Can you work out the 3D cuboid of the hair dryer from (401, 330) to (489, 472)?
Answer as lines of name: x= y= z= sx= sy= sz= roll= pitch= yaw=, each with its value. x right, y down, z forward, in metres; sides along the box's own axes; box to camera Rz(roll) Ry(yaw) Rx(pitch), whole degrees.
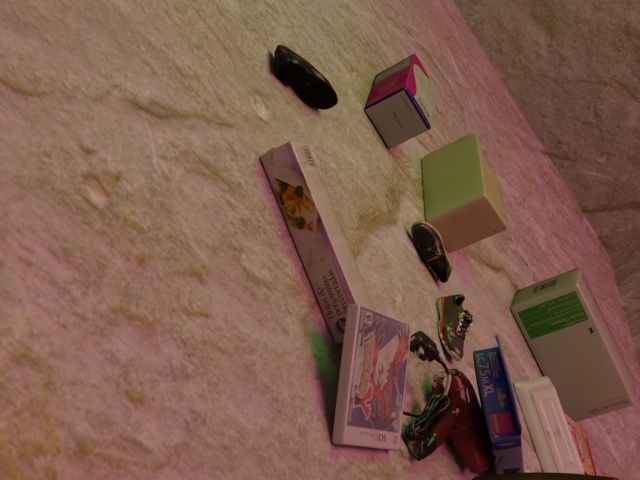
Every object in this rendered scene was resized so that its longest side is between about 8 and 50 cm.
hair dryer: x=0.210 y=0.320 z=1.563 sx=0.293 sy=0.080 sz=0.224 roll=42 pitch=49 yaw=-32

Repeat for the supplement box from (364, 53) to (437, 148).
supplement box: x=0.186 y=-0.319 z=2.015 sx=0.111 sy=0.114 sz=0.220 roll=55 pitch=27 yaw=-21

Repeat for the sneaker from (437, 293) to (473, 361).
sneaker: x=0.280 y=0.171 z=1.815 sx=0.061 sy=0.065 sz=0.158 roll=42 pitch=33 yaw=-42

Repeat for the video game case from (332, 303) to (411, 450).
video game case: x=0.082 y=0.210 z=1.338 sx=0.183 sy=0.023 sz=0.201 roll=26 pitch=68 yaw=-56

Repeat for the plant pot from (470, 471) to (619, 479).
plant pot: x=0.355 y=0.471 z=1.466 sx=0.215 sy=0.230 sz=0.215 roll=-25 pitch=119 yaw=-57

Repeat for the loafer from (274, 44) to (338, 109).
loafer: x=-0.024 y=-0.301 z=1.633 sx=0.170 sy=0.062 sz=0.061 roll=38 pitch=32 yaw=-49

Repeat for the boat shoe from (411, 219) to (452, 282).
boat shoe: x=0.239 y=0.024 z=1.878 sx=0.152 sy=0.056 sz=0.049 roll=54 pitch=22 yaw=-26

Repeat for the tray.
tray: x=0.551 y=0.455 z=2.097 sx=0.145 sy=0.030 sz=0.270 roll=-1 pitch=68 yaw=-41

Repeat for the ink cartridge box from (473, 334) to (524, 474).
ink cartridge box: x=0.337 y=0.330 z=1.672 sx=0.311 sy=0.065 sz=0.186 roll=73 pitch=9 yaw=-54

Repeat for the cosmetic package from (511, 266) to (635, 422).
cosmetic package: x=0.681 y=0.282 z=2.382 sx=0.365 sy=0.197 sz=0.155 roll=62 pitch=24 yaw=-6

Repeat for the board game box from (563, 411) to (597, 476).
board game box: x=0.633 y=0.524 z=2.241 sx=0.193 sy=0.045 sz=0.147 roll=40 pitch=35 yaw=-44

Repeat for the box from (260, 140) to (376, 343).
box: x=0.000 y=0.000 z=1.400 sx=0.067 sy=0.063 sz=0.324 roll=-15 pitch=82 yaw=-64

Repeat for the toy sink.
toy sink: x=0.337 y=-0.111 z=2.087 sx=0.131 sy=0.153 sz=0.234 roll=48 pitch=29 yaw=-35
